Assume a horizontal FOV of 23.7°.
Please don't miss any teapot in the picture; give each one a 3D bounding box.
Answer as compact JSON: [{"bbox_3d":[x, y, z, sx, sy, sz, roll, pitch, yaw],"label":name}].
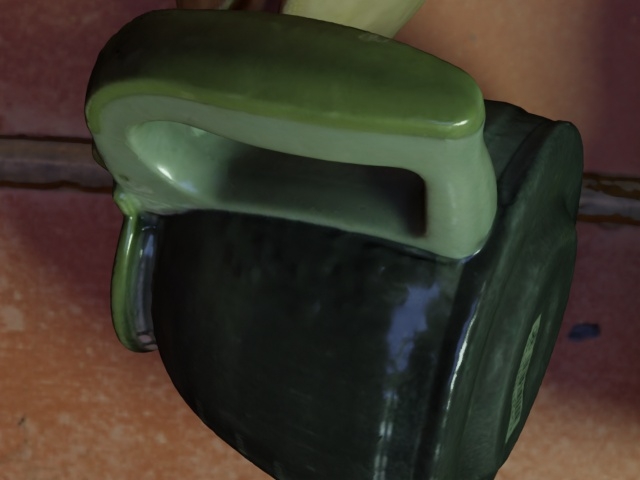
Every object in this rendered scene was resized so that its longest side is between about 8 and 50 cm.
[{"bbox_3d":[-0.005,0.022,0.795,0.239,0.321,0.239,16,92,16],"label":"teapot"}]

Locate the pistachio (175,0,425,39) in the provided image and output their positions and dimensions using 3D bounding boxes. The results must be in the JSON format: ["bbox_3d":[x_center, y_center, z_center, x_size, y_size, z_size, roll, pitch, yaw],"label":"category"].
[{"bbox_3d":[0.005,-0.181,0.833,0.157,0.157,0.229,30,115,-2],"label":"pistachio"}]
